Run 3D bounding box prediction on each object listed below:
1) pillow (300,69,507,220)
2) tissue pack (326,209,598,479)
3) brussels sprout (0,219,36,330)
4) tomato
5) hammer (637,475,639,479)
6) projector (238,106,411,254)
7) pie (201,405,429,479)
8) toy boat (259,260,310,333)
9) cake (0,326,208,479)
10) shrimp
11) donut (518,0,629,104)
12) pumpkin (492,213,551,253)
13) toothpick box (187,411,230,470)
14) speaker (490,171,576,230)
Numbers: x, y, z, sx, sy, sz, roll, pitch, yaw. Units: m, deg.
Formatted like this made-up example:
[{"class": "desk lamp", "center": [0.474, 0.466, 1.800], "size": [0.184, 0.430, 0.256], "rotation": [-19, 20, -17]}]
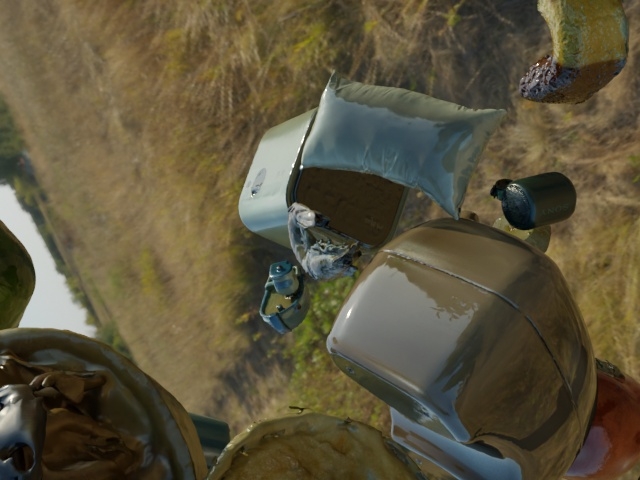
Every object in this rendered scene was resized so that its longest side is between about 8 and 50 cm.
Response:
[{"class": "pillow", "center": [0.097, -0.127, 0.893], "size": [0.254, 0.144, 0.078], "rotation": [20, 176, 28]}, {"class": "tissue pack", "center": [0.208, 0.156, 0.905], "size": [0.267, 0.277, 0.387], "rotation": [25, 157, 46]}, {"class": "brussels sprout", "center": [-0.670, 0.085, 1.209], "size": [0.371, 0.314, 0.276], "rotation": [-113, 37, -52]}, {"class": "tomato", "center": [0.443, 0.300, 1.208], "size": [0.255, 0.224, 0.256], "rotation": [20, 179, 0]}, {"class": "hammer", "center": [0.406, 0.301, 0.852], "size": [0.044, 0.440, 0.168], "rotation": [55, 147, -8]}, {"class": "projector", "center": [0.010, -0.110, 1.389], "size": [0.248, 0.249, 0.249], "rotation": [24, 167, -25]}, {"class": "pie", "center": [0.014, 0.270, 0.592], "size": [0.274, 0.274, 0.055], "rotation": [57, 134, 20]}, {"class": "toy boat", "center": [-0.078, 0.097, 1.335], "size": [0.215, 0.088, 0.102], "rotation": [-84, -25, -63]}, {"class": "cake", "center": [-0.258, 0.221, 0.549], "size": [0.332, 0.332, 0.321], "rotation": [59, 171, 13]}, {"class": "shrimp", "center": [0.000, 0.000, 0.969], "size": [0.126, 0.047, 0.223], "rotation": [65, 159, -4]}, {"class": "donut", "center": [0.431, -0.320, 1.189], "size": [0.295, 0.112, 0.151], "rotation": [84, 164, -50]}, {"class": "pumpkin", "center": [0.552, -0.006, 1.984], "size": [0.110, 0.217, 0.217], "rotation": [46, 169, -21]}, {"class": "toothpick box", "center": [-0.254, 0.360, 1.219], "size": [0.120, 0.184, 0.120], "rotation": [-167, 90, -74]}, {"class": "speaker", "center": [0.245, -0.046, 0.812], "size": [0.094, 0.075, 0.060], "rotation": [-176, 75, -68]}]
